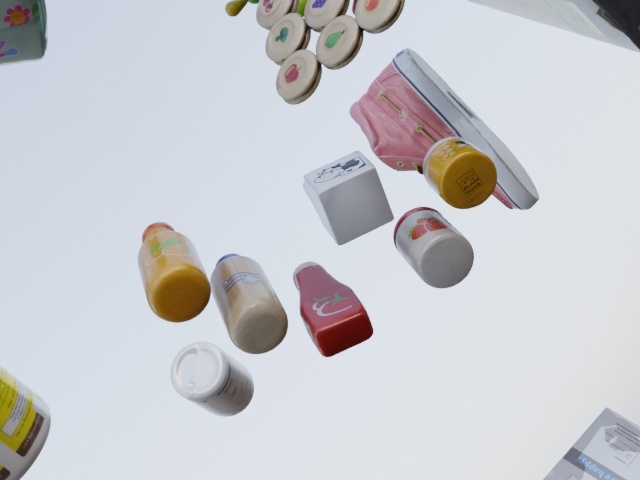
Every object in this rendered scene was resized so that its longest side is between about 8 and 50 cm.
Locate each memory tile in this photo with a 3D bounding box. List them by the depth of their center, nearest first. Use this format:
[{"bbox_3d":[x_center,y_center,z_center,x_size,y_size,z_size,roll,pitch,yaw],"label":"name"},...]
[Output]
[{"bbox_3d":[-0.001,-0.173,0.757,0.113,0.148,0.012,-37,-41,26],"label":"memory tile"}]

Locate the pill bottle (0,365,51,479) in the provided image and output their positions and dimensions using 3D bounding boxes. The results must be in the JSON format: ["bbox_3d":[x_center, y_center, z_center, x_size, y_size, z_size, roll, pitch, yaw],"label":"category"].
[{"bbox_3d":[-0.356,0.136,0.997,0.117,0.117,0.215,-51,-60,-13],"label":"pill bottle"}]

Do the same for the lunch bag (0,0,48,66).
[{"bbox_3d":[-0.350,-0.308,1.063,0.108,0.224,0.279,-19,-51,-18],"label":"lunch bag"}]

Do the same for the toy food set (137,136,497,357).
[{"bbox_3d":[0.000,0.000,0.738,0.232,0.104,0.111,-26,-64,-5],"label":"toy food set"}]

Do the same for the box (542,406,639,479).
[{"bbox_3d":[0.203,0.220,0.759,0.186,0.145,0.038,-41,-38,-24],"label":"box"}]

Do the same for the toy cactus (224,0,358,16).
[{"bbox_3d":[-0.042,-0.367,1.410,0.112,0.219,0.180,-68,-15,-68],"label":"toy cactus"}]

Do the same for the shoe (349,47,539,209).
[{"bbox_3d":[0.106,-0.078,0.969,0.081,0.178,0.063,-44,-7,20],"label":"shoe"}]

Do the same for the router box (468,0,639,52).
[{"bbox_3d":[0.118,-0.283,0.872,0.309,0.243,0.081,33,-88,-36],"label":"router box"}]

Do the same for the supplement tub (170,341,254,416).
[{"bbox_3d":[-0.126,0.163,1.297,0.071,0.071,0.107,-53,-24,-8],"label":"supplement tub"}]
